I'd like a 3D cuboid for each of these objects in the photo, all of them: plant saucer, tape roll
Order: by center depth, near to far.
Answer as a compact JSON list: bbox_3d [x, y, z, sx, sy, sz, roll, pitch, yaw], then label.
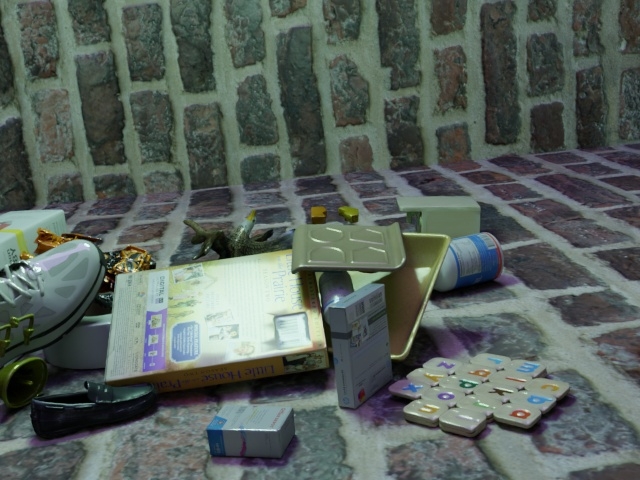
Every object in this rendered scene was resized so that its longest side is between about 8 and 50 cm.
[{"bbox_3d":[0.084,0.123,1.756,0.333,0.081,0.332,3,47,29],"label":"plant saucer"},{"bbox_3d":[-0.478,0.190,1.875,0.286,0.100,0.286,-5,14,1],"label":"tape roll"}]

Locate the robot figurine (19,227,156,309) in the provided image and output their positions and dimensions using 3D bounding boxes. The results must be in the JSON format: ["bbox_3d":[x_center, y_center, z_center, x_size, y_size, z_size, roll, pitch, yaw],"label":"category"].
[{"bbox_3d":[-0.511,0.059,1.876,0.291,0.085,0.211,10,33,-2],"label":"robot figurine"}]

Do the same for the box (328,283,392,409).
[{"bbox_3d":[0.075,0.186,1.500,0.038,0.186,0.145,1,15,33],"label":"box"}]

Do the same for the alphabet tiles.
[{"bbox_3d":[0.273,0.263,1.460,0.278,0.021,0.284,6,17,39],"label":"alphabet tiles"}]

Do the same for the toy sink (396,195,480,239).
[{"bbox_3d":[0.344,-0.053,2.484,0.234,0.131,0.153,0,14,0],"label":"toy sink"}]

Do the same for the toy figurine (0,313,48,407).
[{"bbox_3d":[-0.691,0.262,1.511,0.217,0.191,0.362,-6,12,19],"label":"toy figurine"}]

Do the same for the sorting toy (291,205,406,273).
[{"bbox_3d":[0.055,0.001,1.773,0.229,0.041,0.307,-3,24,1],"label":"sorting toy"}]

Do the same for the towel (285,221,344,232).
[{"bbox_3d":[0.000,0.000,2.574,0.187,0.049,0.282,-9,15,-8],"label":"towel"}]

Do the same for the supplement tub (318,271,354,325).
[{"bbox_3d":[0.035,0.115,1.672,0.071,0.071,0.107,-6,39,-3],"label":"supplement tub"}]

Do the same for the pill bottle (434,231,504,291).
[{"bbox_3d":[0.326,0.058,2.056,0.221,0.124,0.124,-11,15,-23],"label":"pill bottle"}]

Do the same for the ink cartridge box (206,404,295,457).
[{"bbox_3d":[-0.110,0.308,1.358,0.122,0.052,0.088,-3,14,15],"label":"ink cartridge box"}]

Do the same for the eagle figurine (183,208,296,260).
[{"bbox_3d":[-0.209,0.019,2.382,0.298,0.225,0.226,21,38,-42],"label":"eagle figurine"}]

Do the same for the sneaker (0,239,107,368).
[{"bbox_3d":[-0.628,0.115,1.623,0.447,0.257,0.169,-40,63,-18],"label":"sneaker"}]

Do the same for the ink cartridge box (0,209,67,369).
[{"bbox_3d":[-0.730,0.105,1.949,0.160,0.279,0.384,-1,15,10],"label":"ink cartridge box"}]

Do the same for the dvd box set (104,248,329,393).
[{"bbox_3d":[-0.207,0.156,1.679,0.420,0.062,0.307,-9,40,-2],"label":"dvd box set"}]

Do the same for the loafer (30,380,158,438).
[{"bbox_3d":[-0.401,0.287,1.495,0.223,0.078,0.076,-11,15,-22],"label":"loafer"}]
